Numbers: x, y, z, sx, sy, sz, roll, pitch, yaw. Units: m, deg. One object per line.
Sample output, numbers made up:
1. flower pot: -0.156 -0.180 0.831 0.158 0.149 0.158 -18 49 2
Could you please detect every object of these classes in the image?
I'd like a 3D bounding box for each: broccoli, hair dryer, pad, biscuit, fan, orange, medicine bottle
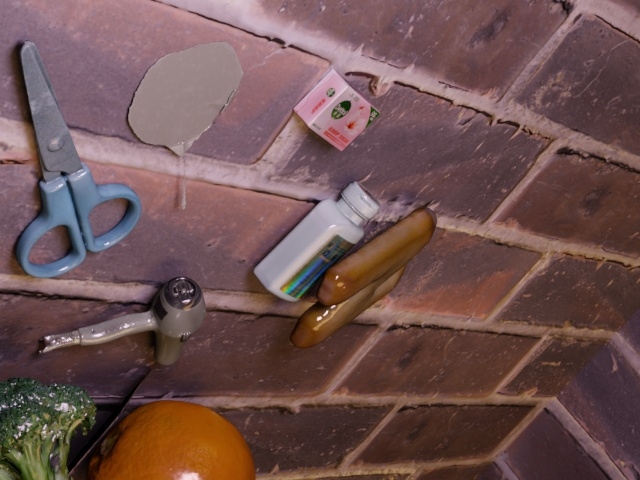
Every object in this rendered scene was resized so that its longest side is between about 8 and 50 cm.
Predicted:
1. broccoli: -0.462 0.342 1.990 0.308 0.275 0.308 -44 179 -1
2. hair dryer: -0.305 0.159 2.116 0.267 0.092 0.229 -20 154 -5
3. pad: -0.405 0.366 2.207 0.330 0.004 0.220 -49 -175 18
4. biscuit: 0.079 0.069 2.330 0.291 0.062 0.237 -32 161 -40
5. fan: -0.192 -0.152 1.843 0.182 0.010 0.310 -22 144 -27
6. orange: -0.263 0.433 2.294 0.312 0.312 0.312 -28 149 -19
7. medicine bottle: 0.000 0.000 2.204 0.229 0.083 0.121 -46 154 10

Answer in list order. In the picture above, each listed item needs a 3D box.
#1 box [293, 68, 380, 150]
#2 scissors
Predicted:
1. box: 0.025 -0.197 1.996 0.089 0.043 0.125 -45 151 10
2. scissors: -0.342 -0.104 1.721 0.192 0.029 0.447 -29 150 -18
